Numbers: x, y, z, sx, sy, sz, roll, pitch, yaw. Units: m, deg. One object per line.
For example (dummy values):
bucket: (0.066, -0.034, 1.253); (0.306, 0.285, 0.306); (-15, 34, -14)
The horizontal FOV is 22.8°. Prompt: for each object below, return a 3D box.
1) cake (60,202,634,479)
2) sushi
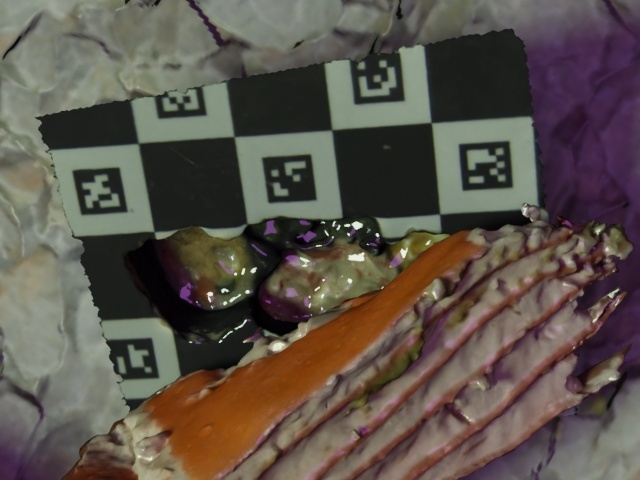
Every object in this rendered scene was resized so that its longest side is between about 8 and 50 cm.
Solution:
cake: (0.010, 0.073, 0.699); (0.287, 0.135, 0.098); (-30, 107, -2)
sushi: (0.000, 0.000, 0.732); (0.215, 0.050, 0.192); (-8, 116, 10)
